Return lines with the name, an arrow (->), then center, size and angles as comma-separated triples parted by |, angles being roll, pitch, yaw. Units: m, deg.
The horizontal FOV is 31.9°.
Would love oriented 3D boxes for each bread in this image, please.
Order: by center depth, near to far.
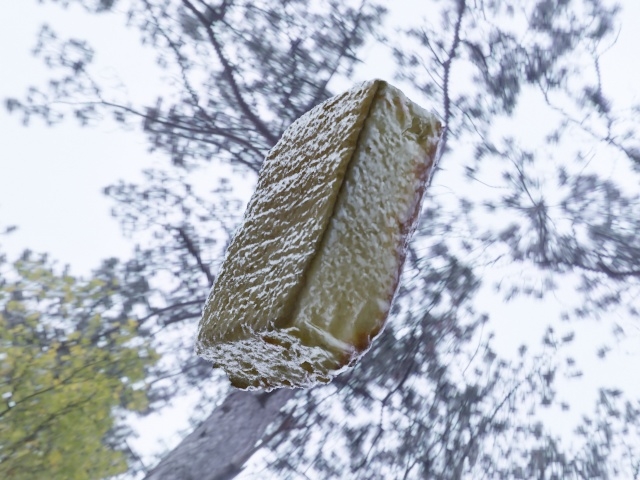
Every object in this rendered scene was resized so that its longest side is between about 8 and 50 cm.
bread -> 0.000, 0.000, 1.056 | 0.114, 0.184, 0.275 | 35, -120, -24
